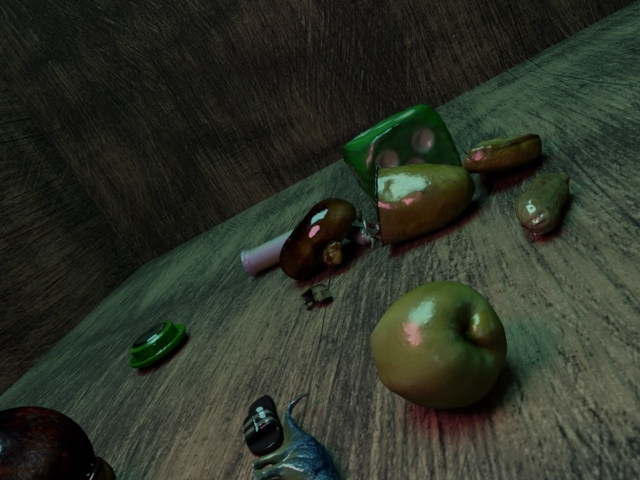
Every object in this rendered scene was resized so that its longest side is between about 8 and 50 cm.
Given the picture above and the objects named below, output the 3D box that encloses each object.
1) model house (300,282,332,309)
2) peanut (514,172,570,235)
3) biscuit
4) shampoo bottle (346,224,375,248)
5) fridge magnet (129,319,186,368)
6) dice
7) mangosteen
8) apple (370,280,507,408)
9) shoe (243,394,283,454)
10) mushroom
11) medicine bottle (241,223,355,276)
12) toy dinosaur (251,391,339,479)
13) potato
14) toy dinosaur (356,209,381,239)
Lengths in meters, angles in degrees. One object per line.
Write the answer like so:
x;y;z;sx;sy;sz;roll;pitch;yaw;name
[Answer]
-0.004;0.146;1.368;0.058;0.057;0.083;-10;-25;-46;model house
0.476;-0.084;1.096;0.099;0.099;0.214;-12;26;49;peanut
0.515;-0.244;1.454;0.213;0.091;0.274;-5;11;32;biscuit
0.128;-0.015;1.593;0.056;0.056;0.195;-34;16;-11;shampoo bottle
-0.539;0.339;1.683;0.208;0.088;0.208;-29;16;9;fridge magnet
0.257;-0.245;1.630;0.300;0.287;0.297;-30;16;2;dice
-0.527;0.453;0.874;0.330;0.330;0.330;-29;16;9;mangosteen
0.171;0.156;0.758;0.200;0.200;0.200;-29;16;9;apple
-0.119;0.339;0.977;0.071;0.049;0.179;-33;16;-2;shoe
-0.010;-0.007;1.574;0.297;0.163;0.278;-51;17;6;mushroom
-0.082;0.002;1.858;0.426;0.108;0.108;-25;17;16;medicine bottle
-0.032;0.342;0.771;0.147;0.076;0.363;-15;12;-18;toy dinosaur
0.286;-0.115;1.393;0.266;0.229;0.229;-9;22;16;potato
0.168;-0.041;1.551;0.108;0.032;0.220;6;26;-26;toy dinosaur
